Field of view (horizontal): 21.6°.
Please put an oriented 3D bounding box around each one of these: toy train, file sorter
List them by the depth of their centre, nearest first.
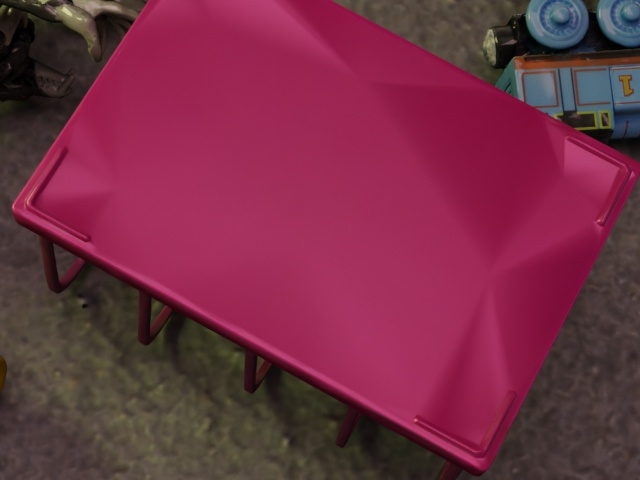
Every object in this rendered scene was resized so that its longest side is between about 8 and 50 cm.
[{"bbox_3d":[0.000,0.000,1.002,0.290,0.182,0.202,28,71,5],"label":"file sorter"},{"bbox_3d":[0.200,-0.111,1.112,0.184,0.080,0.105,-4,80,-7],"label":"toy train"}]

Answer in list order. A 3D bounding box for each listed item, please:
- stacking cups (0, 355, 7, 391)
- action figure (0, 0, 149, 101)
[{"bbox_3d":[-0.345,0.025,1.022,0.316,0.096,0.096,33,72,10],"label":"stacking cups"},{"bbox_3d":[-0.156,-0.167,1.042,0.141,0.276,0.164,26,26,-9],"label":"action figure"}]
